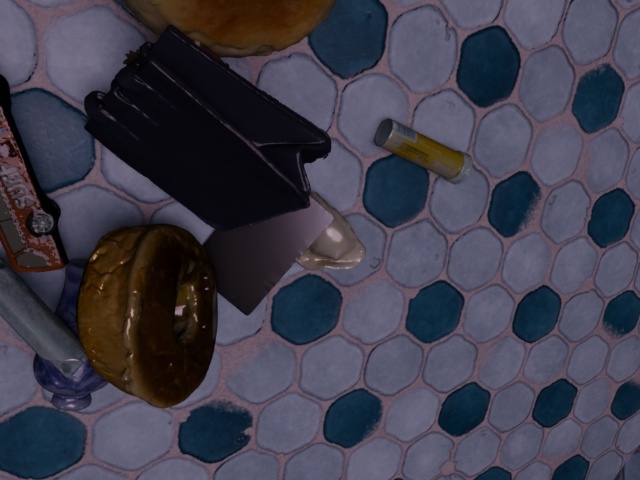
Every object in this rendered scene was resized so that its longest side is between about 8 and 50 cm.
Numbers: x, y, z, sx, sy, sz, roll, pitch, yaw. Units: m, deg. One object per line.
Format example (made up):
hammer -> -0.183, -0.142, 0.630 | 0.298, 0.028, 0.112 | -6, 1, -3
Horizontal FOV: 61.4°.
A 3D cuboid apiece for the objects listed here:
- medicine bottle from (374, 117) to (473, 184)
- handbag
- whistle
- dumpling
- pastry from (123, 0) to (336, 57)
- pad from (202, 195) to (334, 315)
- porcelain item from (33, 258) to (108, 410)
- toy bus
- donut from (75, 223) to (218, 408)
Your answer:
medicine bottle -> 0.220, -0.189, 1.144 | 0.218, 0.074, 0.074 | 19, 99, -26
handbag -> -0.184, -0.162, 0.844 | 0.329, 0.303, 0.121 | 37, 62, -28
whistle -> -0.489, 0.091, 0.855 | 0.062, 0.062, 0.312 | -43, 92, -5
dumpling -> 0.002, 0.002, 1.097 | 0.134, 0.100, 0.169 | -43, 119, -1
pastry -> -0.132, -0.457, 0.746 | 0.389, 0.312, 0.388 | -17, 147, -11
pad -> -0.117, 0.002, 1.047 | 0.159, 0.009, 0.265 | 41, 97, -6
porcelain item -> -0.422, 0.167, 0.953 | 0.141, 0.141, 0.259 | 9, 94, -26
toy bus -> -0.494, -0.140, 0.829 | 0.092, 0.093, 0.408 | -18, 114, -17
donut -> -0.286, 0.116, 0.913 | 0.160, 0.330, 0.329 | 6, 109, 13
